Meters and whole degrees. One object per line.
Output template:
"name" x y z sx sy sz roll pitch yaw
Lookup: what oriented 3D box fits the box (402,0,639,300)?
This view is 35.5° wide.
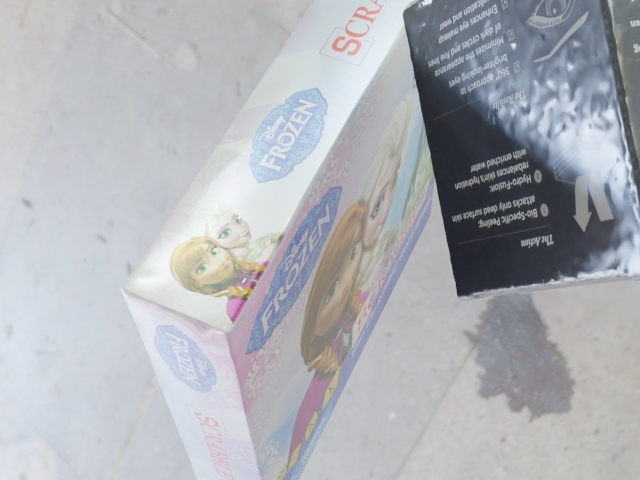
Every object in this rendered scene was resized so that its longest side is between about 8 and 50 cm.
"box" 0.124 -0.059 0.465 0.156 0.093 0.158 165 96 -67

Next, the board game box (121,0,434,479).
"board game box" 0.000 0.000 0.692 0.066 0.319 0.318 20 151 15
